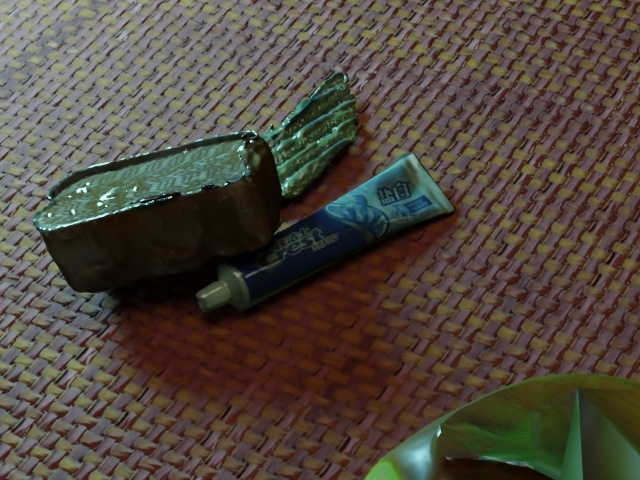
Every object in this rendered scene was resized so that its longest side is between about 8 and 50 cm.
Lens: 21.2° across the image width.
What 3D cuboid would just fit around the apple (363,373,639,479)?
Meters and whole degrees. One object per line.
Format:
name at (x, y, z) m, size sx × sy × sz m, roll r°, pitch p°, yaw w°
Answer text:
apple at (0.150, 0.274, 1.066) m, size 0.384 × 0.374 × 0.374 m, roll -37°, pitch 51°, yaw -28°

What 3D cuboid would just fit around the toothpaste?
toothpaste at (0.001, 0.000, 1.586) m, size 0.268 × 0.047 × 0.069 m, roll -27°, pitch 36°, yaw -24°

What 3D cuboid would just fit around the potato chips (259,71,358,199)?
potato chips at (-0.018, -0.093, 1.696) m, size 0.092 × 0.028 × 0.207 m, roll 30°, pitch 57°, yaw 31°

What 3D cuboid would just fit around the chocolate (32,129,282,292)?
chocolate at (-0.145, -0.022, 1.568) m, size 0.214 × 0.093 × 0.148 m, roll -15°, pitch 20°, yaw 11°
